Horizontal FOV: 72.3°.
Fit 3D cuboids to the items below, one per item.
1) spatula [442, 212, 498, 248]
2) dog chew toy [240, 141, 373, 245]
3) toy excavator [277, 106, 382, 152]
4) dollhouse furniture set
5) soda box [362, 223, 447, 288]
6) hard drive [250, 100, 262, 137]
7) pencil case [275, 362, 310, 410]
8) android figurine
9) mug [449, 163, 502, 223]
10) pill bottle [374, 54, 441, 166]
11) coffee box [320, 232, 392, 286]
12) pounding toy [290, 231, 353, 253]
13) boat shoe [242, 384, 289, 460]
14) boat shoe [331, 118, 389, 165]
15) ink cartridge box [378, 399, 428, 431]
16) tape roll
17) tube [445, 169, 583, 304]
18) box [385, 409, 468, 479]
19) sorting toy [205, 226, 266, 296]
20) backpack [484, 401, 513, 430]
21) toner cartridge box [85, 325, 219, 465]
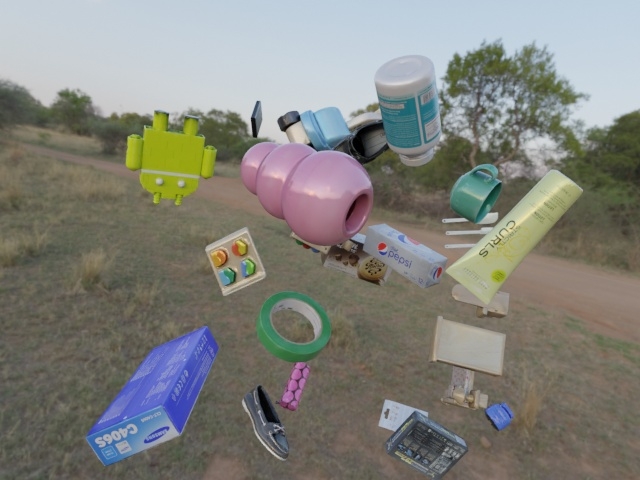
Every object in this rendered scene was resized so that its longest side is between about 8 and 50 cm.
[{"bbox_3d":[0.670,-0.032,1.959,0.242,0.168,0.019,-3,6,29],"label":"spatula"},{"bbox_3d":[-0.049,-0.125,0.982,0.331,0.207,0.206,29,17,29],"label":"dog chew toy"},{"bbox_3d":[0.087,-0.503,2.000,0.445,0.222,0.433,-24,-6,13],"label":"toy excavator"},{"bbox_3d":[0.367,0.303,1.250,0.173,0.303,0.355,14,-19,3],"label":"dollhouse furniture set"},{"bbox_3d":[0.276,0.045,1.469,0.091,0.098,0.286,-10,31,-39],"label":"soda box"},{"bbox_3d":[-0.262,-0.497,1.796,0.022,0.094,0.135,4,46,2],"label":"hard drive"},{"bbox_3d":[-0.119,0.658,1.983,0.095,0.098,0.209,26,52,1],"label":"pencil case"},{"bbox_3d":[-0.435,-0.234,1.284,0.248,0.273,0.056,5,20,-28],"label":"android figurine"},{"bbox_3d":[0.418,-0.135,1.184,0.097,0.158,0.129,35,21,28],"label":"mug"},{"bbox_3d":[0.232,-0.323,1.130,0.146,0.264,0.146,-11,44,11],"label":"pill bottle"},{"bbox_3d":[0.169,0.066,1.928,0.297,0.168,0.119,20,21,-12],"label":"coffee box"},{"bbox_3d":[0.004,0.003,1.483,0.206,0.094,0.181,27,-3,-6],"label":"pounding toy"},{"bbox_3d":[-0.205,0.696,1.707,0.112,0.095,0.335,37,0,-41],"label":"boat shoe"},{"bbox_3d":[0.149,-0.321,1.455,0.340,0.127,0.113,-12,1,35],"label":"boat shoe"},{"bbox_3d":[0.328,0.722,1.736,0.179,0.045,0.145,12,29,15],"label":"ink cartridge box"},{"bbox_3d":[-0.115,0.369,1.903,0.321,0.077,0.321,16,40,-14],"label":"tape roll"},{"bbox_3d":[0.327,-0.005,0.735,0.062,0.240,0.070,24,22,-40],"label":"tube"},{"bbox_3d":[0.378,0.738,1.567,0.232,0.183,0.059,33,15,-8],"label":"box"},{"bbox_3d":[-0.318,0.079,1.622,0.193,0.208,0.038,-25,-9,15],"label":"sorting toy"},{"bbox_3d":[0.710,0.694,1.746,0.098,0.101,0.120,51,5,28],"label":"backpack"},{"bbox_3d":[-0.346,0.320,0.970,0.165,0.075,0.348,-25,12,5],"label":"toner cartridge box"}]
